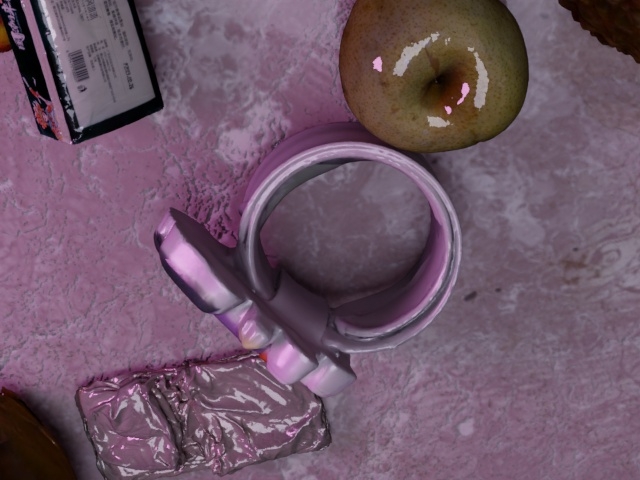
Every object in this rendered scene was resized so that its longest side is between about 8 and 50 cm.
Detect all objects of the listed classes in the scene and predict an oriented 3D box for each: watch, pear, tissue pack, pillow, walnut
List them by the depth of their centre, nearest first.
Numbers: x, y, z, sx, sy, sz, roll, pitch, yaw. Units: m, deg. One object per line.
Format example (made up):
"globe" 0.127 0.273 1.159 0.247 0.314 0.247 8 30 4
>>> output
"pear" 0.097 -0.155 1.173 0.167 0.136 0.167 -2 115 -4
"tissue pack" -0.213 -0.181 1.176 0.103 0.090 0.170 -26 120 -26
"watch" 0.000 0.000 1.228 0.244 0.196 0.231 42 103 -14
"walnut" -0.318 0.256 1.381 0.137 0.137 0.245 -20 114 10
"pillow" -0.120 0.185 1.390 0.248 0.049 0.135 -12 111 2

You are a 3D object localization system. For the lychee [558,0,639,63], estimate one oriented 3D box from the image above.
"lychee" 0.302 -0.245 1.085 0.236 0.236 0.271 -34 131 15

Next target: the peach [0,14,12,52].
"peach" -0.302 -0.201 1.199 0.083 0.050 0.077 25 113 -8
